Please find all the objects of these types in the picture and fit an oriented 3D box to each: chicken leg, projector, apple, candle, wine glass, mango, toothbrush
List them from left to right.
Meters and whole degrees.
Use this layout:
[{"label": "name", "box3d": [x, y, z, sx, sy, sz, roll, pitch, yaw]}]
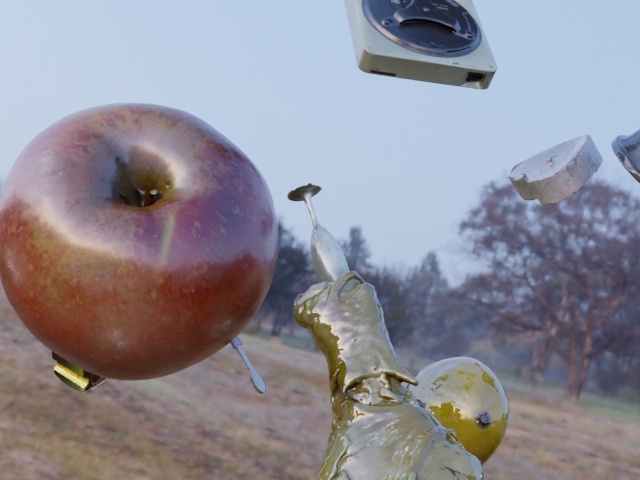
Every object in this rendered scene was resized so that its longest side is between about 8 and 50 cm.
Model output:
[{"label": "apple", "box3d": [-0.220, 0.002, 1.208, 0.348, 0.348, 0.277, 17, -38, -9]}, {"label": "toothbrush", "box3d": [-0.129, 0.135, 1.414, 0.014, 0.194, 0.017, -24, -14, -28]}, {"label": "wine glass", "box3d": [0.000, 0.000, 1.703, 0.066, 0.198, 0.066, -16, -23, -7]}, {"label": "chicken leg", "box3d": [0.052, 0.200, 1.030, 0.201, 0.429, 0.152, -13, -37, -2]}, {"label": "projector", "box3d": [0.184, -0.400, 1.848, 0.257, 0.259, 0.079, 6, -45, -15]}, {"label": "mango", "box3d": [0.188, 0.290, 1.545, 0.142, 0.195, 0.331, 22, -24, -5]}, {"label": "candle", "box3d": [0.455, -0.137, 1.878, 0.068, 0.168, 0.192, 58, -3, -13]}]

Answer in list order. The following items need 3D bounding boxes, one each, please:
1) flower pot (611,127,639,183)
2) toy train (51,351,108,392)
[{"label": "flower pot", "box3d": [0.675, -0.153, 1.757, 0.269, 0.166, 0.269, 27, 26, -14]}, {"label": "toy train", "box3d": [-0.371, 0.150, 1.832, 0.100, 0.160, 0.296, 25, 39, 29]}]
